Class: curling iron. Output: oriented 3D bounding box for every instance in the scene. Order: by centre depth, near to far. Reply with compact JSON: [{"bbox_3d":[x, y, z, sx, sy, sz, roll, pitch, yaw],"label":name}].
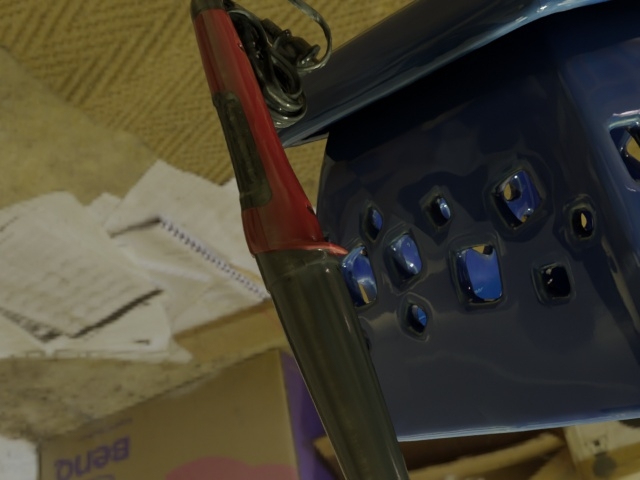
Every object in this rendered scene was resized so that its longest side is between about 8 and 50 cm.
[{"bbox_3d":[0.000,0.000,0.381,0.068,0.274,0.035,2,147,-33],"label":"curling iron"}]

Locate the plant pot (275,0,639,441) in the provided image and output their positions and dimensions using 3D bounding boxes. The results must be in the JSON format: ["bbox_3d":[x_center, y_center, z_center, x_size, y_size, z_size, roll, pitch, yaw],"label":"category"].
[{"bbox_3d":[0.126,-0.035,0.525,0.235,0.212,0.236,-21,180,-38],"label":"plant pot"}]
